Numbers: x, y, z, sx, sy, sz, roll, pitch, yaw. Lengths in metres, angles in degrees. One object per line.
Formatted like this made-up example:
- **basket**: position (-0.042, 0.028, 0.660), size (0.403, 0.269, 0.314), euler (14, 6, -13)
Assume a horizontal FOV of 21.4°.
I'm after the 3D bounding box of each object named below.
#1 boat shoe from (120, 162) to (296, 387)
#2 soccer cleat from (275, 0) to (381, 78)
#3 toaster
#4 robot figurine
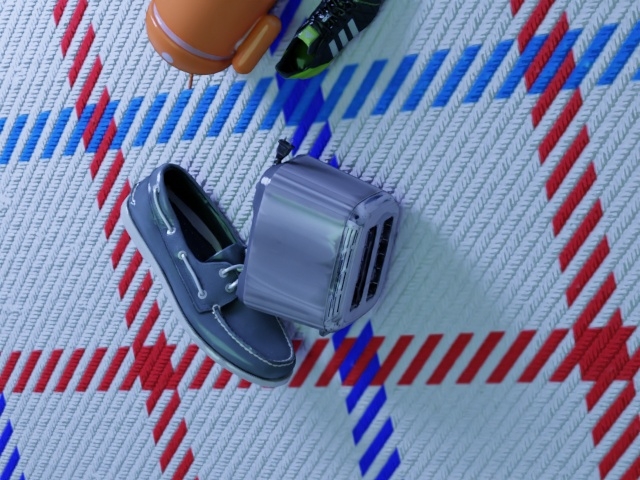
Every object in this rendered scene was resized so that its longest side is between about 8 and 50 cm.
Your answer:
- **boat shoe**: position (-0.130, 0.040, 2.114), size (0.319, 0.116, 0.099), euler (52, 130, 15)
- **soccer cleat**: position (0.012, -0.249, 1.945), size (0.060, 0.072, 0.179), euler (47, 125, 12)
- **toaster**: position (0.000, 0.000, 2.006), size (0.146, 0.129, 0.227), euler (22, 115, 23)
- **robot figurine**: position (-0.124, -0.282, 1.993), size (0.158, 0.128, 0.219), euler (29, 126, -13)
